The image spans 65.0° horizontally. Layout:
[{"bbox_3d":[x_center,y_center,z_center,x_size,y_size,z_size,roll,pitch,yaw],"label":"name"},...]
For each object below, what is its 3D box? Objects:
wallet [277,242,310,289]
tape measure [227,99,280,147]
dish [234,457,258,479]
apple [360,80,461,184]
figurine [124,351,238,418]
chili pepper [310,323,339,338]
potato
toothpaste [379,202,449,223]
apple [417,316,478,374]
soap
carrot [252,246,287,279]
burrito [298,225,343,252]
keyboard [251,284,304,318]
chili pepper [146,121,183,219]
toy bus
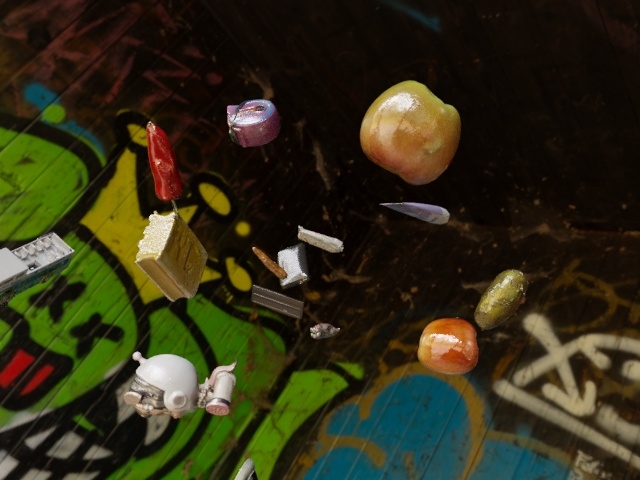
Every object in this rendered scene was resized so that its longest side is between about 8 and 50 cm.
[{"bbox_3d":[-0.128,0.120,2.329,0.149,0.250,0.044,-21,-48,11],"label":"wallet"},{"bbox_3d":[-0.295,-0.526,2.239,0.232,0.245,0.149,-9,-44,3],"label":"tape measure"},{"bbox_3d":[-0.253,0.853,1.772,0.078,0.141,0.141,24,-22,13],"label":"dish"},{"bbox_3d":[0.308,-0.363,1.687,0.339,0.304,0.338,33,8,-5],"label":"apple"},{"bbox_3d":[-0.475,0.507,1.748,0.362,0.210,0.253,5,-26,-11],"label":"figurine"},{"bbox_3d":[0.010,0.314,1.744,0.041,0.050,0.153,41,20,31],"label":"chili pepper"},{"bbox_3d":[0.636,0.213,1.771,0.113,0.251,0.149,30,-6,42],"label":"potato"},{"bbox_3d":[0.421,-0.133,2.176,0.372,0.079,0.125,11,-5,-42],"label":"toothpaste"},{"bbox_3d":[0.393,0.333,1.564,0.199,0.199,0.199,29,-21,12],"label":"apple"},{"bbox_3d":[-0.676,0.073,2.302,0.156,0.293,0.335,-8,-43,15],"label":"soap"},{"bbox_3d":[-0.179,0.081,1.763,0.165,0.035,0.036,42,-22,-13],"label":"carrot"},{"bbox_3d":[-0.001,0.001,2.025,0.203,0.064,0.064,20,-19,-10],"label":"burrito"},{"bbox_3d":[-0.157,0.302,2.332,0.382,0.041,0.103,20,-66,26],"label":"keyboard"},{"bbox_3d":[-0.609,-0.272,1.969,0.110,0.110,0.387,15,-58,41],"label":"chili pepper"},{"bbox_3d":[-0.855,0.076,1.443,0.113,0.301,0.139,42,-62,0],"label":"toy bus"}]
